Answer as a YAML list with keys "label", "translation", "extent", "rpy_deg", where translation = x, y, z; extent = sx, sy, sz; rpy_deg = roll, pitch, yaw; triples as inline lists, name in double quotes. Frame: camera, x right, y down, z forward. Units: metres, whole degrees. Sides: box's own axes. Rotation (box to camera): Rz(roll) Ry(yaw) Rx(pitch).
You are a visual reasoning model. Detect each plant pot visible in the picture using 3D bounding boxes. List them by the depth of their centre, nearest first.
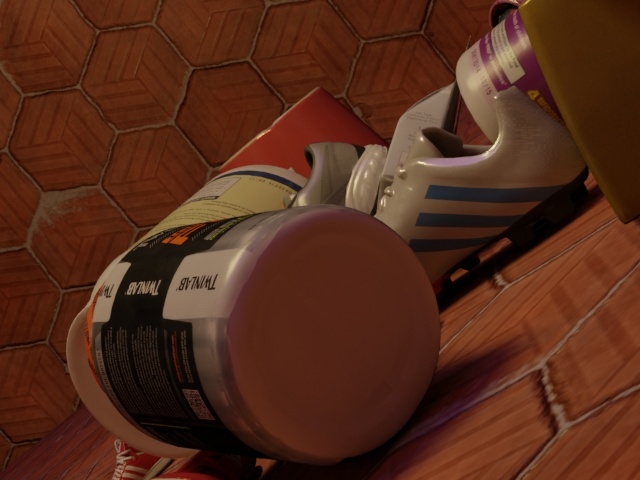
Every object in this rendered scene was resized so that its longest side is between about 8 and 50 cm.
- label: "plant pot"
  translation: [0.280, -0.173, 1.187]
  extent: [0.212, 0.187, 0.212]
  rpy_deg: [-38, 5, 23]
- label: "plant pot"
  translation: [0.001, -0.070, 2.098]
  extent: [0.275, 0.243, 0.275]
  rpy_deg: [-40, 4, 4]

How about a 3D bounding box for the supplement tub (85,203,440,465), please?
- label: "supplement tub"
  translation: [-0.064, 0.077, 1.175]
  extent: [0.193, 0.193, 0.316]
  rpy_deg: [-42, 17, -27]

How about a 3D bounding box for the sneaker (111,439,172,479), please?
- label: "sneaker"
  translation: [-0.240, 0.278, 1.760]
  extent: [0.118, 0.067, 0.042]
  rpy_deg: [-43, 5, -32]

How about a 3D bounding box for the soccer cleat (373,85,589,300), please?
- label: "soccer cleat"
  translation: [0.102, -0.022, 1.397]
  extent: [0.331, 0.143, 0.116]
  rpy_deg: [-36, 0, 26]

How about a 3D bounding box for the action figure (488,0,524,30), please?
- label: "action figure"
  translation: [0.306, -0.287, 1.727]
  extent: [0.370, 0.276, 0.248]
  rpy_deg: [-25, 0, -42]

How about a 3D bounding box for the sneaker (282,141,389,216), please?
- label: "sneaker"
  translation: [0.000, 0.012, 1.569]
  extent: [0.100, 0.108, 0.271]
  rpy_deg: [92, -168, -63]

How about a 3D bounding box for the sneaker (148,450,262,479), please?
- label: "sneaker"
  translation: [-0.097, 0.203, 1.232]
  extent: [0.128, 0.087, 0.221]
  rpy_deg: [-44, 7, -30]

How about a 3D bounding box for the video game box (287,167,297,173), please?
- label: "video game box"
  translation: [-0.029, 0.011, 1.906]
  extent: [0.048, 0.187, 0.205]
  rpy_deg: [-42, 6, -23]

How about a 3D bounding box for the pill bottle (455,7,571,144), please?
- label: "pill bottle"
  translation: [0.301, -0.209, 1.486]
  extent: [0.301, 0.169, 0.169]
  rpy_deg: [-38, 5, 26]

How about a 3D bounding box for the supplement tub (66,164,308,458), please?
- label: "supplement tub"
  translation: [-0.116, 0.076, 1.653]
  extent: [0.235, 0.235, 0.325]
  rpy_deg: [-36, 5, 37]

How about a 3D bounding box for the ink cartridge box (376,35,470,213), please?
- label: "ink cartridge box"
  translation: [0.109, -0.087, 1.598]
  extent: [0.189, 0.066, 0.232]
  rpy_deg: [93, -171, -51]
